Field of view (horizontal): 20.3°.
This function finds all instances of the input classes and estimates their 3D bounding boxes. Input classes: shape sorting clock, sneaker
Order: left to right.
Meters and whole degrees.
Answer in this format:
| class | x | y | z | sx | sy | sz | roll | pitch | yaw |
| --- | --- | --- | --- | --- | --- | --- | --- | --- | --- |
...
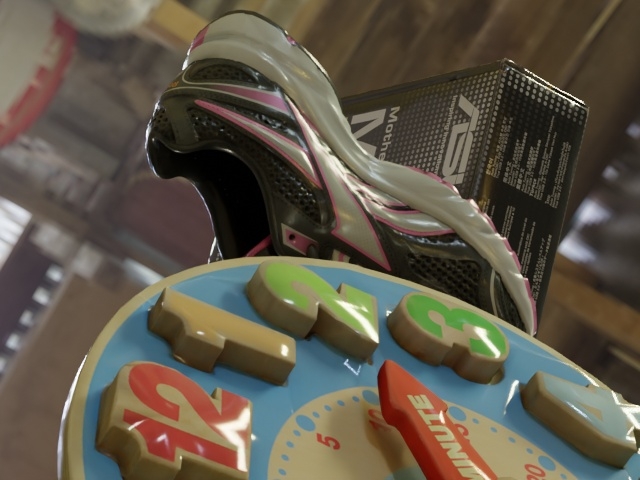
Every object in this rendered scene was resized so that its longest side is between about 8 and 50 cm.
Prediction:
| class | x | y | z | sx | sy | sz | roll | pitch | yaw |
| --- | --- | --- | --- | --- | --- | --- | --- | --- | --- |
| sneaker | 0.000 | 0.000 | 0.694 | 0.077 | 0.178 | 0.072 | -52 | -175 | -39 |
| shape sorting clock | 0.037 | 0.073 | 0.415 | 0.206 | 0.206 | 0.040 | -94 | -154 | -55 |

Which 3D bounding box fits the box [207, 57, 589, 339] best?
| class | x | y | z | sx | sy | sz | roll | pitch | yaw |
| --- | --- | --- | --- | --- | --- | --- | --- | --- | --- |
| box | 0.010 | 0.059 | 0.867 | 0.216 | 0.060 | 0.270 | -7 | -116 | 55 |
